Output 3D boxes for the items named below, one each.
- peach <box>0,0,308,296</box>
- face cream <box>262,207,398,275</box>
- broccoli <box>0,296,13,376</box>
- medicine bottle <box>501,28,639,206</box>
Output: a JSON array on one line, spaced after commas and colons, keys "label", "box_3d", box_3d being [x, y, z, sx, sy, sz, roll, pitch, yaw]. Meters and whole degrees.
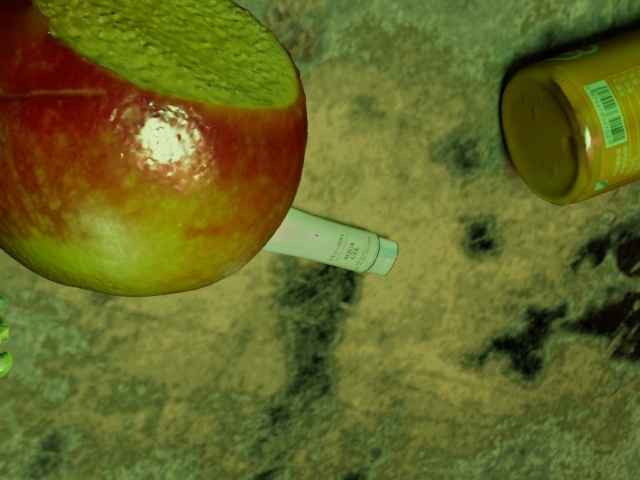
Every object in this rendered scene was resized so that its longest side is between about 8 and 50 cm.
[{"label": "peach", "box_3d": [-0.101, -0.069, 0.856, 0.190, 0.190, 0.192, -25, 125, -21]}, {"label": "face cream", "box_3d": [0.000, 0.000, 1.065, 0.115, 0.020, 0.038, 16, 106, -35]}, {"label": "broccoli", "box_3d": [-0.285, 0.033, 0.751, 0.260, 0.235, 0.288, -48, 142, 0]}, {"label": "medicine bottle", "box_3d": [0.222, -0.095, 1.113, 0.191, 0.096, 0.096, -20, 124, -24]}]
